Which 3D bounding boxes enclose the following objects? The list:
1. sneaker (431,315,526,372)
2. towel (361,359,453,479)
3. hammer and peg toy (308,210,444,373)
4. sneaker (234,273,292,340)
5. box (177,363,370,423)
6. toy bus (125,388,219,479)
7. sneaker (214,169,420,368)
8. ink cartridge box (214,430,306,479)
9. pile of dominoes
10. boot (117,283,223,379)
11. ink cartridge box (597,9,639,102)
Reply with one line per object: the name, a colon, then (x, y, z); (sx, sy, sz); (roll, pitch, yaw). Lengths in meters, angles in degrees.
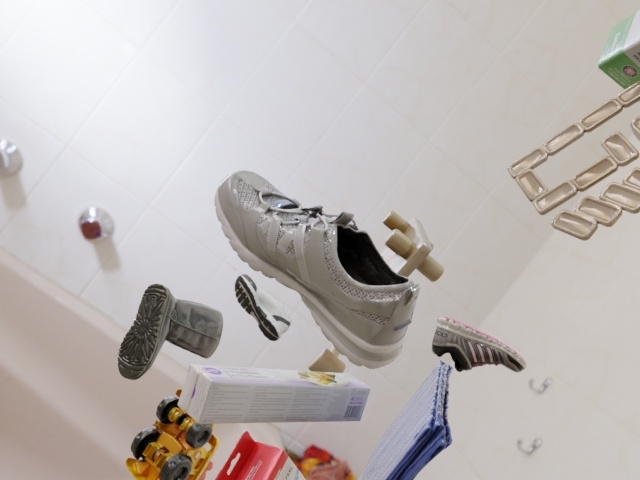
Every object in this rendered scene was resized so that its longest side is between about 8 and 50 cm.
sneaker: (0.255, 0.188, 1.004); (0.170, 0.075, 0.063); (25, 1, -9)
towel: (0.140, 0.340, 1.009); (0.040, 0.243, 0.336); (37, 12, 8)
hammer and peg toy: (0.090, 0.110, 1.268); (0.127, 0.361, 0.266); (39, 14, -6)
sneaker: (-0.084, 0.094, 0.887); (0.043, 0.040, 0.109); (-31, 85, -45)
box: (-0.056, 0.235, 0.925); (0.324, 0.067, 0.063); (14, 4, -42)
toy bus: (-0.320, 0.502, 1.477); (0.149, 0.220, 0.211); (23, -17, 37)
sneaker: (0.000, 0.000, 0.655); (0.281, 0.115, 0.105); (41, 37, 21)
ink cartridge box: (-0.105, 0.498, 1.201); (0.078, 0.134, 0.231); (2, -46, 36)
pile of dominoes: (0.402, -0.104, 0.815); (0.040, 0.251, 0.196); (41, 23, -36)
boot: (-0.275, 0.190, 1.154); (0.076, 0.190, 0.208); (13, -19, 22)
ink cartridge box: (0.520, -0.268, 0.824); (0.154, 0.093, 0.212); (34, -23, -13)
